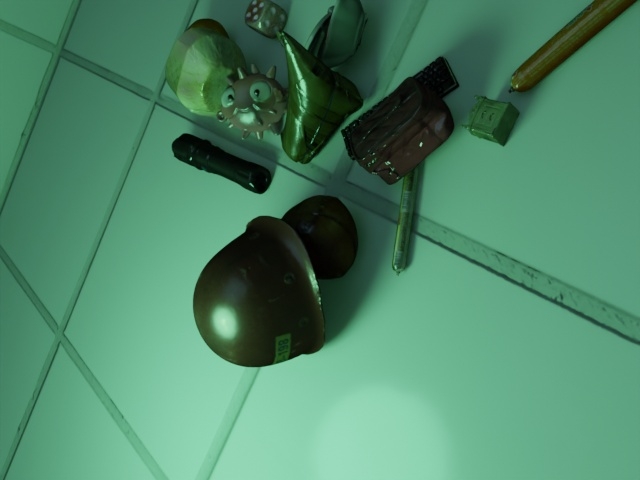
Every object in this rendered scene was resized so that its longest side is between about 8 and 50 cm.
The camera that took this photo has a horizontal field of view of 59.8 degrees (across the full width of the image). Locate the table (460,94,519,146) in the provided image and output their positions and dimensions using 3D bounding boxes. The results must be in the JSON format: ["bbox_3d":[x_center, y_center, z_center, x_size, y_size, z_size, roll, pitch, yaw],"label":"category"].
[{"bbox_3d":[0.351,-0.251,1.158,0.083,0.062,0.079,30,98,41],"label":"table"}]

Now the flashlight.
[{"bbox_3d":[-0.302,-0.231,1.681,0.424,0.103,0.103,27,97,39],"label":"flashlight"}]

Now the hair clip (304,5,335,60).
[{"bbox_3d":[-0.008,-0.492,1.461,0.054,0.140,0.220,28,133,8],"label":"hair clip"}]

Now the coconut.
[{"bbox_3d":[-0.338,-0.504,1.671,0.259,0.259,0.260,-11,72,38],"label":"coconut"}]

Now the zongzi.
[{"bbox_3d":[-0.067,-0.339,1.376,0.260,0.289,0.123,-45,46,24],"label":"zongzi"}]

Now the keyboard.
[{"bbox_3d":[0.180,-0.312,1.341,0.317,0.027,0.106,-33,60,29],"label":"keyboard"}]

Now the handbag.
[{"bbox_3d":[0.177,-0.241,1.236,0.225,0.135,0.146,-39,35,28],"label":"handbag"}]

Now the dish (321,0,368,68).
[{"bbox_3d":[0.068,-0.532,1.417,0.081,0.229,0.230,18,91,1],"label":"dish"}]

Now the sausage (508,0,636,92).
[{"bbox_3d":[0.506,-0.409,1.074,0.347,0.053,0.053,-40,57,25],"label":"sausage"}]

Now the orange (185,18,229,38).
[{"bbox_3d":[-0.370,-0.643,1.822,0.154,0.134,0.155,-1,86,17],"label":"orange"}]

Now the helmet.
[{"bbox_3d":[-0.171,0.148,1.281,0.338,0.230,0.385,51,148,24],"label":"helmet"}]

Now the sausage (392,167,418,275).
[{"bbox_3d":[0.192,-0.053,1.261,0.032,0.032,0.269,2,81,40],"label":"sausage"}]

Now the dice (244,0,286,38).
[{"bbox_3d":[-0.165,-0.668,1.672,0.094,0.093,0.091,37,103,38],"label":"dice"}]

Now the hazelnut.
[{"bbox_3d":[0.000,0.000,1.327,0.208,0.208,0.208,-11,72,38],"label":"hazelnut"}]

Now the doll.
[{"bbox_3d":[-0.175,-0.393,1.582,0.261,0.093,0.211,-11,104,9],"label":"doll"}]
